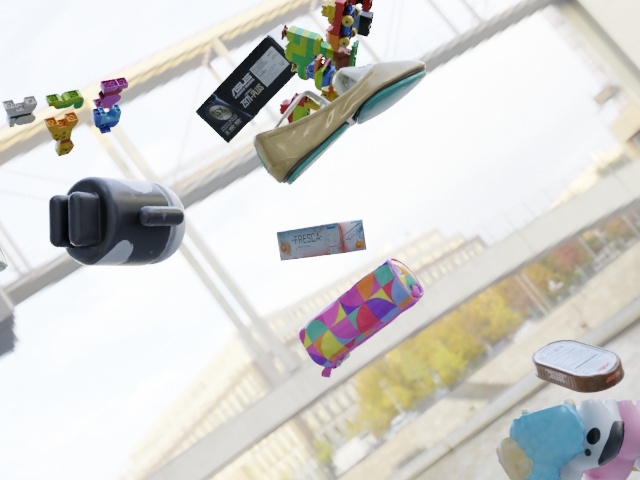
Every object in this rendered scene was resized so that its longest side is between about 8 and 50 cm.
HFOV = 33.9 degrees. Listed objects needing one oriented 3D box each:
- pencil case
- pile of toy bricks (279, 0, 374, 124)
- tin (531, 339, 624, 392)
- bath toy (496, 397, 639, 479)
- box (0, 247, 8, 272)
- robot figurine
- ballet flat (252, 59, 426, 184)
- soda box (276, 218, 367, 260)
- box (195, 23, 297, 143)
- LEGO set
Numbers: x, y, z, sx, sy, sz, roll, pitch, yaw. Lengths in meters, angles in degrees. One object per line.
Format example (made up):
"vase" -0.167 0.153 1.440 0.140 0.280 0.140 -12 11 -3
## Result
"pencil case" 0.071 0.133 1.842 0.236 0.104 0.104 -43 -13 19
"pile of toy bricks" -0.004 -0.246 1.361 0.118 0.105 0.212 -60 -15 -44
"tin" 0.466 0.227 1.913 0.106 0.040 0.190 -31 22 -24
"bath toy" 0.390 0.289 1.435 0.348 0.129 0.151 7 -23 -42
"box" -0.423 -0.079 1.054 0.094 0.275 0.113 -27 -11 -2
"robot figurine" -0.387 -0.038 2.016 0.278 0.209 0.173 2 -56 -51
"ballet flat" 0.021 -0.154 1.184 0.232 0.073 0.080 -39 -7 -22
"soda box" 0.000 0.000 1.896 0.063 0.058 0.183 -8 1 -40
"box" -0.109 -0.263 1.747 0.180 0.077 0.147 -44 8 18
"LEGO set" -0.438 -0.206 1.846 0.227 0.087 0.093 -17 -29 -31
